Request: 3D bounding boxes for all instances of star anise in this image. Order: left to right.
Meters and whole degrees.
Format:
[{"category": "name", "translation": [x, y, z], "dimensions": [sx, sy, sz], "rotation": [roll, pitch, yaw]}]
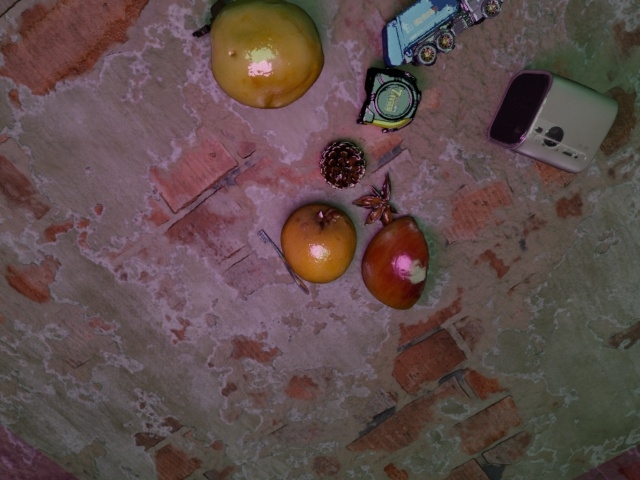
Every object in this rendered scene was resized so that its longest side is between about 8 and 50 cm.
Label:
[{"category": "star anise", "translation": [0.199, -0.122, 1.578], "dimensions": [0.157, 0.053, 0.212], "rotation": [-19, 117, -1]}]

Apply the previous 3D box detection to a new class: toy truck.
[{"category": "toy truck", "translation": [0.352, -0.653, 1.325], "dimensions": [0.367, 0.146, 0.175], "rotation": [-33, 107, 9]}]

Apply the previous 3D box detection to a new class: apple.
[{"category": "apple", "translation": [0.277, 0.093, 1.611], "dimensions": [0.254, 0.179, 0.346], "rotation": [22, 117, 20]}]

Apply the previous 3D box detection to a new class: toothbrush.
[{"category": "toothbrush", "translation": [-0.132, 0.087, 1.653], "dimensions": [0.031, 0.023, 0.321], "rotation": [-31, 111, 15]}]

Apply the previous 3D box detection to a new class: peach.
[{"category": "peach", "translation": [-0.153, -0.535, 1.253], "dimensions": [0.315, 0.314, 0.281], "rotation": [-14, 77, 2]}]

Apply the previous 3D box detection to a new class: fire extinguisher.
[{"category": "fire extinguisher", "translation": [-0.273, -0.678, 1.279], "dimensions": [0.252, 0.106, 0.075], "rotation": [-36, 87, 10]}]

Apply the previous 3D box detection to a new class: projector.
[{"category": "projector", "translation": [0.731, -0.382, 1.414], "dimensions": [0.249, 0.248, 0.248], "rotation": [17, 110, -12]}]

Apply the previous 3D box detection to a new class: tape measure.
[{"category": "tape measure", "translation": [0.223, -0.449, 1.418], "dimensions": [0.186, 0.112, 0.199], "rotation": [12, 117, -2]}]

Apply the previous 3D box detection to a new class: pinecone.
[{"category": "pinecone", "translation": [0.077, -0.241, 1.458], "dimensions": [0.163, 0.165, 0.163], "rotation": [-1, 116, -2]}]

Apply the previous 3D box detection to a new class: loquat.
[{"category": "loquat", "translation": [0.000, 0.000, 1.501], "dimensions": [0.275, 0.275, 0.275], "rotation": [-2, 113, -4]}]
